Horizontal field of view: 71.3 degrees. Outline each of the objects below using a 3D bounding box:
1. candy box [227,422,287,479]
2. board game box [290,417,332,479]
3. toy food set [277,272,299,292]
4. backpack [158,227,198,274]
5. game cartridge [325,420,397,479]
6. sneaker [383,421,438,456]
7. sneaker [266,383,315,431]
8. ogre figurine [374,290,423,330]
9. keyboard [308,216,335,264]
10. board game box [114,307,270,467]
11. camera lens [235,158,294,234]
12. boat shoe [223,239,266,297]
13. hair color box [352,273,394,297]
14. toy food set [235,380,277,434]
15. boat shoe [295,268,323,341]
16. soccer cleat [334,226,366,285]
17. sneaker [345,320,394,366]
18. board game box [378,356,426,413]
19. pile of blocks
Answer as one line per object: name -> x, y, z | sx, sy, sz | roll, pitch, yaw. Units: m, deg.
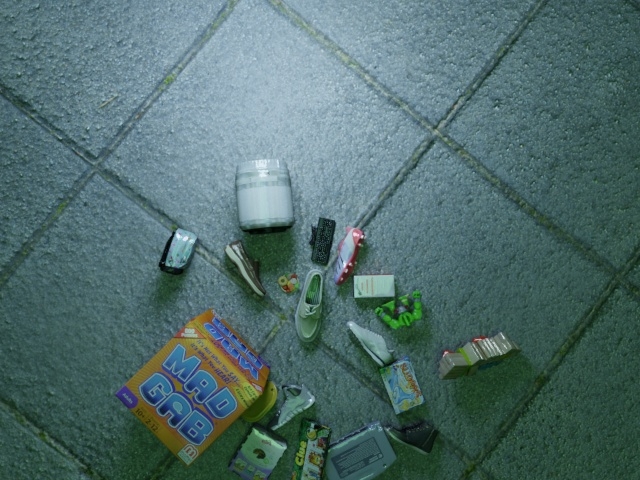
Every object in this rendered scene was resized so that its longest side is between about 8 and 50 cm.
candy box -> -0.255, 0.875, 1.824 | 0.165, 0.070, 0.196 | 33, 89, -1
board game box -> -0.038, 0.877, 1.823 | 0.136, 0.030, 0.259 | 9, 89, 30
toy food set -> -0.130, 0.176, 1.859 | 0.083, 0.020, 0.083 | -29, 90, -2
backpack -> -0.570, 0.044, 1.798 | 0.115, 0.152, 0.181 | 21, 86, -17
game cartridge -> 0.155, 0.899, 1.846 | 0.295, 0.060, 0.195 | -26, 87, -2
sneaker -> 0.374, 0.787, 1.847 | 0.222, 0.083, 0.118 | 30, 83, -9
sneaker -> -0.145, 0.668, 1.831 | 0.229, 0.086, 0.132 | -31, 86, -12
ogre figurine -> 0.335, 0.296, 1.837 | 0.197, 0.097, 0.118 | -21, 78, -13
keyboard -> 0.000, 0.000, 1.857 | 0.100, 0.038, 0.191 | 10, 88, -1
board game box -> -0.451, 0.523, 1.680 | 0.356, 0.356, 0.356 | -44, 90, -1
camera lens -> -0.220, -0.165, 1.761 | 0.220, 0.219, 0.273 | -6, 89, -2
boat shoe -> -0.287, 0.109, 1.821 | 0.095, 0.095, 0.257 | -36, 90, -8
hair color box -> 0.220, 0.188, 1.854 | 0.168, 0.053, 0.092 | -1, 91, -3
toy food set -> -0.256, 0.678, 1.830 | 0.218, 0.071, 0.128 | -44, 54, -7
boat shoe -> -0.044, 0.268, 1.824 | 0.109, 0.094, 0.301 | 6, 89, -2
soccer cleat -> 0.105, 0.064, 1.849 | 0.095, 0.083, 0.247 | 25, 94, 28
sneaker -> 0.201, 0.412, 1.845 | 0.095, 0.090, 0.235 | -43, 95, -14
board game box -> 0.340, 0.603, 1.862 | 0.136, 0.035, 0.201 | -22, 90, -2
pile of blocks -> 0.642, 0.471, 1.853 | 0.363, 0.148, 0.112 | -13, 47, -11
